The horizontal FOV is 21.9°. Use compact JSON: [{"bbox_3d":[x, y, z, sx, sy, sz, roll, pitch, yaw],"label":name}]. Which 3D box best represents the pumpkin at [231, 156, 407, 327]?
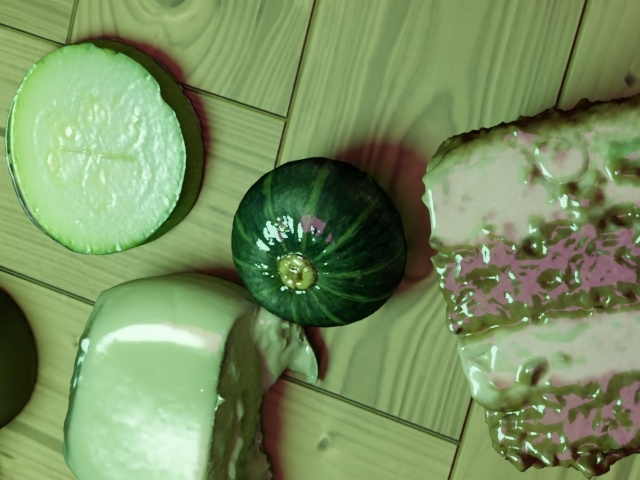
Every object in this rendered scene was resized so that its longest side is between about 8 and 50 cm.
[{"bbox_3d":[0.000,0.002,1.539,0.167,0.125,0.167,17,123,28],"label":"pumpkin"}]

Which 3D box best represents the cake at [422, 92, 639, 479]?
[{"bbox_3d":[0.248,0.025,1.369,0.256,0.282,0.290,-10,92,17],"label":"cake"}]

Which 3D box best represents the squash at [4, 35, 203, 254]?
[{"bbox_3d":[-0.221,-0.093,1.661,0.219,0.041,0.219,6,103,26],"label":"squash"}]

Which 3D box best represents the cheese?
[{"bbox_3d":[-0.135,0.162,1.627,0.233,0.127,0.266,16,108,15],"label":"cheese"}]

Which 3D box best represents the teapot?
[{"bbox_3d":[-0.411,0.149,1.710,0.186,0.175,0.267,-10,97,26],"label":"teapot"}]
